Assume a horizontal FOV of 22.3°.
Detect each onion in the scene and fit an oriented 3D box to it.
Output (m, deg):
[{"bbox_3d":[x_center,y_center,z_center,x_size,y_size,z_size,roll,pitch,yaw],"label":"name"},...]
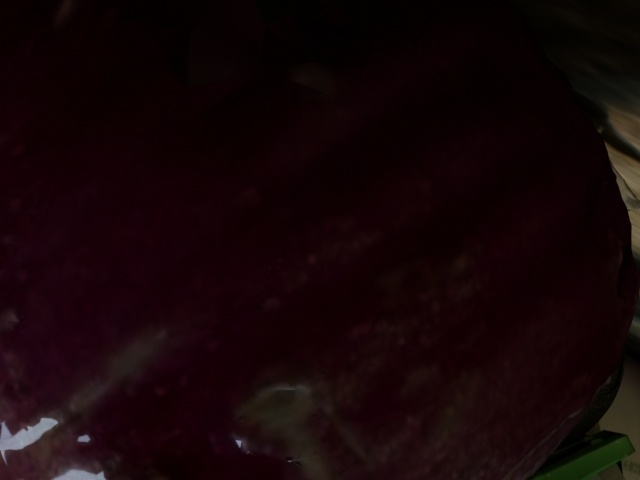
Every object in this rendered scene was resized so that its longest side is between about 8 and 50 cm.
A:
[{"bbox_3d":[-0.042,-0.010,0.454,0.256,0.272,0.230,23,151,7],"label":"onion"}]

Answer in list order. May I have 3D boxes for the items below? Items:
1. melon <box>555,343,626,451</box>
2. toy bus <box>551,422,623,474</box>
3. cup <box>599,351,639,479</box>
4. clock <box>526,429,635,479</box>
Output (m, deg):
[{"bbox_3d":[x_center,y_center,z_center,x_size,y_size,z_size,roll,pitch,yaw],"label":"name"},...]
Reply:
[{"bbox_3d":[0.093,0.052,0.895,0.192,0.139,0.139,29,178,-38],"label":"melon"},{"bbox_3d":[0.041,0.138,1.152,0.143,0.179,0.305,21,139,-38],"label":"toy bus"},{"bbox_3d":[0.170,0.162,1.327,0.274,0.253,0.253,21,-176,-45],"label":"cup"},{"bbox_3d":[0.172,0.241,0.892,0.255,0.106,0.220,64,-176,9],"label":"clock"}]
